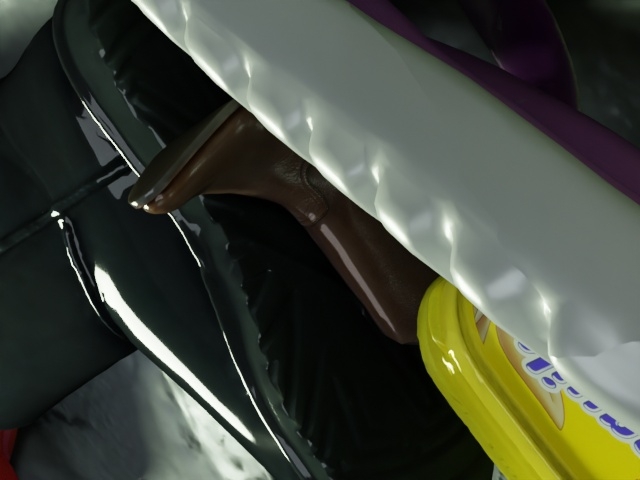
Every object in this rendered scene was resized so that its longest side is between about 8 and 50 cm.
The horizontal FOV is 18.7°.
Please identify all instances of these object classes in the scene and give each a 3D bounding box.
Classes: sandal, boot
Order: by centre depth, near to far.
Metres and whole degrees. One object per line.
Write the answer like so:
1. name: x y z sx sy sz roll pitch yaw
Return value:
1. sandal: 0.013 -0.082 0.550 0.416 0.102 0.169 44 -173 31
2. boot: 0.000 0.000 0.653 0.037 0.106 0.114 -27 102 46
3. boot: -0.066 0.033 0.749 0.207 0.094 0.246 -34 89 47

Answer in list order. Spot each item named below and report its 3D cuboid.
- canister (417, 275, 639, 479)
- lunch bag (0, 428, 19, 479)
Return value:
1. canister: 0.125 0.027 0.590 0.126 0.073 0.170 52 139 -4
2. lunch bag: -0.252 0.099 0.969 0.258 0.120 0.293 34 140 11
